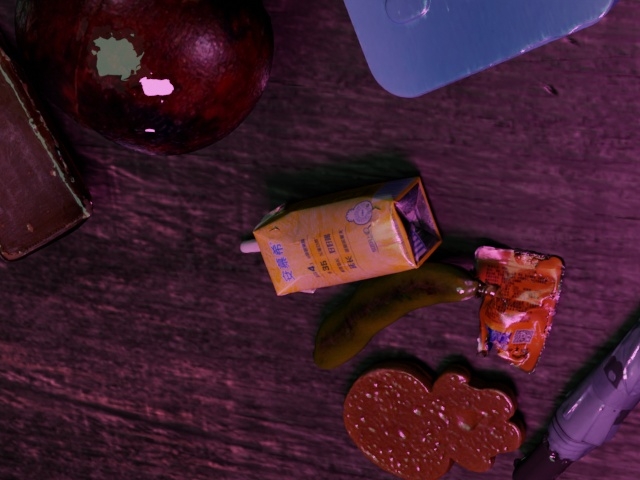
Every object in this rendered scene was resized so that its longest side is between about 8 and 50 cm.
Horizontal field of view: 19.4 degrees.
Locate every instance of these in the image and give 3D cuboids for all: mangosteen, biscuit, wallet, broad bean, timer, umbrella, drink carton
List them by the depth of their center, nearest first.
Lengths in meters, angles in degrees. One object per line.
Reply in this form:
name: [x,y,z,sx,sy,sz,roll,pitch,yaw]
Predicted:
timer: [0.102,-0.260,1.432,0.232,0.091,0.250,-21,101,35]
mangosteen: [-0.132,-0.177,1.529,0.216,0.216,0.216,12,121,21]
umbrella: [0.242,0.138,1.590,0.052,0.053,0.250,29,124,-10]
drink carton: [0.000,0.000,1.631,0.200,0.074,0.084,-13,109,30]
broad bean: [0.064,0.061,1.639,0.227,0.039,0.069,-21,96,43]
biscuit: [0.102,0.163,1.695,0.175,0.026,0.124,-4,115,29]
wallet: [-0.302,-0.100,1.737,0.122,0.031,0.232,-28,92,26]

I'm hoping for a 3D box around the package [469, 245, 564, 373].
package: [0.163,0.059,1.604,0.077,0.033,0.110,21,119,27]
